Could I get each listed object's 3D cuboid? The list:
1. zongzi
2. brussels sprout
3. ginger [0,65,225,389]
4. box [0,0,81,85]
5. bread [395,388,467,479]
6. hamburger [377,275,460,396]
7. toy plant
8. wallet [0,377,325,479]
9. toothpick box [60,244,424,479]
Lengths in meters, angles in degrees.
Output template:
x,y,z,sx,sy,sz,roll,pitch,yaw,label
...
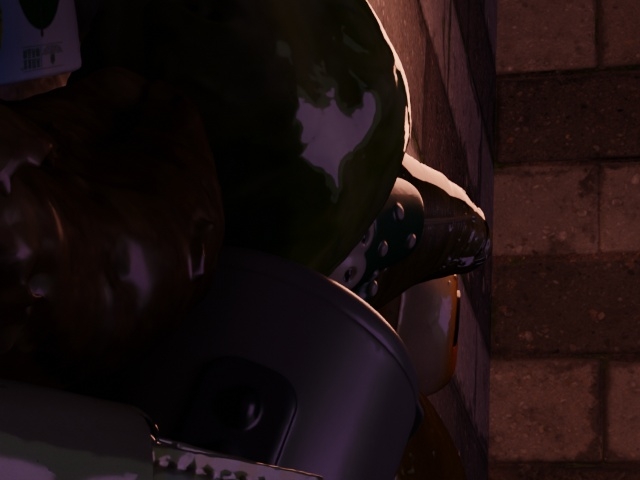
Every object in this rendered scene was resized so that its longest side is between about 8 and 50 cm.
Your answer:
x,y,z,sx,sy,sz,roll,pitch,yaw,label
0.065,0.042,1.564,0.286,0.134,0.288,25,67,-45,zongzi
-0.057,-0.090,0.939,0.210,0.220,0.271,-31,114,-52,brussels sprout
-0.142,0.005,0.709,0.321,0.165,0.172,-55,168,-77,ginger
-0.193,-0.142,0.711,0.194,0.073,0.139,-43,129,-73,box
-0.001,0.199,1.154,0.250,0.225,0.279,-49,132,-69,bread
0.099,0.093,1.778,0.237,0.147,0.236,2,90,-83,hamburger
0.000,-0.005,1.355,0.243,0.113,0.232,33,80,-53,toy plant
-0.130,0.168,0.580,0.310,0.077,0.223,20,74,-38,wallet
-0.076,0.173,0.811,0.229,0.229,0.316,74,29,-47,toothpick box
